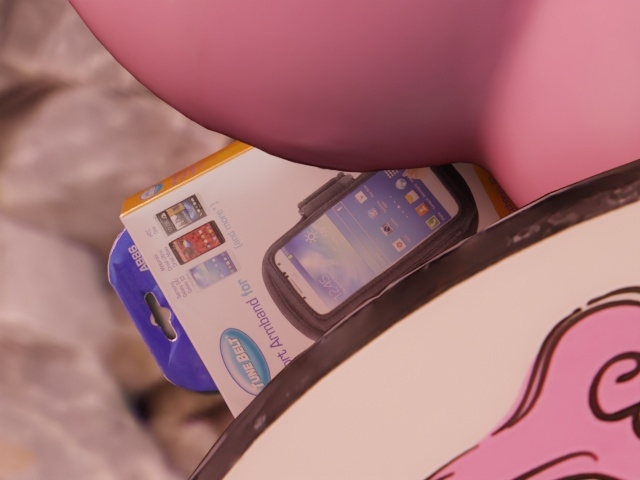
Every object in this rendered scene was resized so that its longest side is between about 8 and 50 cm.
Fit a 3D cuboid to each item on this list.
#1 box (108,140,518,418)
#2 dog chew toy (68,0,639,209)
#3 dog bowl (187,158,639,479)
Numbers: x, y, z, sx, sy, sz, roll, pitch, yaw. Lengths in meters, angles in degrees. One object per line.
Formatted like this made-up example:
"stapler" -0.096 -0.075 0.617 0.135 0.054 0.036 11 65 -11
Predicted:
"box" 0.000 0.000 0.555 0.136 0.028 0.081 -29 103 2
"dog chew toy" 0.091 -0.080 0.426 0.332 0.206 0.206 29 101 7
"dog bowl" 0.149 0.174 0.391 0.408 0.150 0.408 1 126 2
